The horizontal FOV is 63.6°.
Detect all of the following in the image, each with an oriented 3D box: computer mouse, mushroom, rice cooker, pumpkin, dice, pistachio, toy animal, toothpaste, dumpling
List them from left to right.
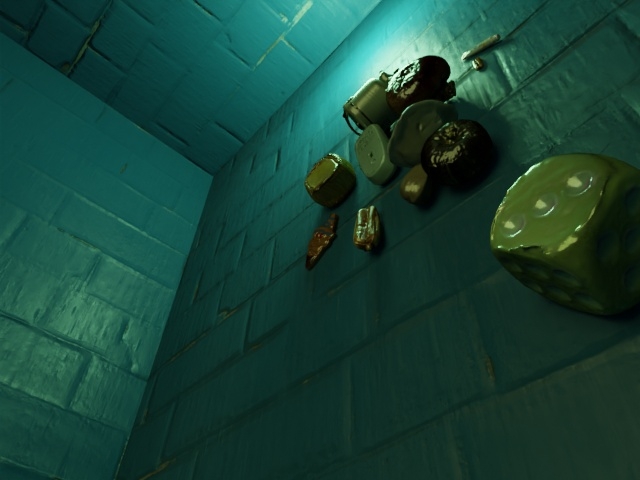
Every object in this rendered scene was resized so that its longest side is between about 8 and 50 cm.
[{"bbox_3d":[0.229,-0.567,2.264,0.244,0.226,0.226,-47,26,4],"label":"rice cooker"},{"bbox_3d":[0.234,-0.347,2.108,0.159,0.097,0.288,-50,37,33],"label":"computer mouse"},{"bbox_3d":[0.360,-0.693,2.341,0.125,0.127,0.251,-35,41,3],"label":"toy animal"},{"bbox_3d":[0.335,-0.195,1.766,0.126,0.108,0.185,119,175,-50],"label":"pistachio"},{"bbox_3d":[0.351,-0.390,1.842,0.175,0.227,0.243,14,67,46],"label":"dumpling"},{"bbox_3d":[0.391,-0.612,2.041,0.278,0.163,0.297,9,59,37],"label":"mushroom"},{"bbox_3d":[0.428,-0.283,1.644,0.238,0.159,0.238,-28,30,18],"label":"pumpkin"},{"bbox_3d":[0.627,-0.762,2.038,0.190,0.031,0.048,-13,52,58],"label":"toothpaste"},{"bbox_3d":[0.529,-0.016,1.064,0.249,0.254,0.252,-56,24,-9],"label":"dice"}]

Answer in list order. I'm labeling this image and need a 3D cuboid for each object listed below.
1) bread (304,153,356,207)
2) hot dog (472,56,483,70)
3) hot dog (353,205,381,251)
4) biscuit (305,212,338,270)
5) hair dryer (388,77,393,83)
[{"bbox_3d":[0.044,-0.270,2.323,0.227,0.142,0.253,-50,23,14],"label":"bread"},{"bbox_3d":[0.605,-0.684,1.990,0.037,0.021,0.083,-39,31,28],"label":"hot dog"},{"bbox_3d":[0.173,-0.036,1.887,0.102,0.076,0.249,-13,33,15],"label":"hot dog"},{"bbox_3d":[0.000,0.000,2.199,0.280,0.043,0.183,-60,23,-16],"label":"biscuit"},{"bbox_3d":[0.401,-0.678,2.217,0.183,0.155,0.044,-46,6,-17],"label":"hair dryer"}]
